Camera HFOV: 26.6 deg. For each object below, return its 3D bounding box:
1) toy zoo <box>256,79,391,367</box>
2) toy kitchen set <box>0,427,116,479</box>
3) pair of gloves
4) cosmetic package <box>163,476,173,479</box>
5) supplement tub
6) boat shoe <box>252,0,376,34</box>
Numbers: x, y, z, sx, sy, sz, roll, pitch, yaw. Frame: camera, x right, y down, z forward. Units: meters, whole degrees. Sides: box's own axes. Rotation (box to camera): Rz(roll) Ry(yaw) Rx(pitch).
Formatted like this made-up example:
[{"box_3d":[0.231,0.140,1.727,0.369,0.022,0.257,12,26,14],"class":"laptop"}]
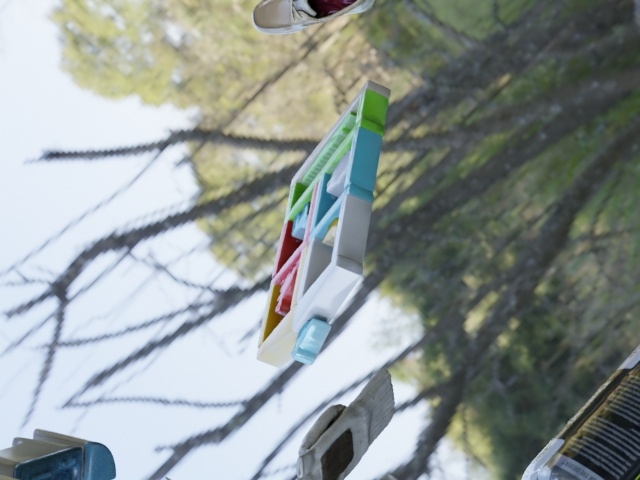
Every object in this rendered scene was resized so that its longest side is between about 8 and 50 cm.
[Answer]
[{"box_3d":[0.000,0.000,1.368,0.030,0.192,0.293,23,-129,-15],"class":"toy zoo"},{"box_3d":[-0.232,0.257,1.103,0.122,0.166,0.207,9,-172,26],"class":"toy kitchen set"},{"box_3d":[0.030,0.286,1.499,0.042,0.240,0.204,18,-148,33],"class":"pair of gloves"},{"box_3d":[-0.245,0.468,1.943,0.060,0.239,0.099,32,174,-24],"class":"cosmetic package"},{"box_3d":[0.337,0.235,1.373,0.193,0.316,0.193,43,164,15],"class":"supplement tub"},{"box_3d":[-0.011,-0.246,1.397,0.045,0.135,0.050,-17,-87,-75],"class":"boat shoe"}]
